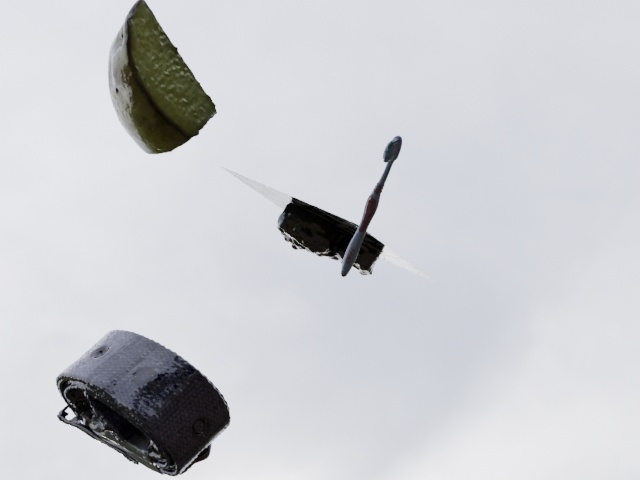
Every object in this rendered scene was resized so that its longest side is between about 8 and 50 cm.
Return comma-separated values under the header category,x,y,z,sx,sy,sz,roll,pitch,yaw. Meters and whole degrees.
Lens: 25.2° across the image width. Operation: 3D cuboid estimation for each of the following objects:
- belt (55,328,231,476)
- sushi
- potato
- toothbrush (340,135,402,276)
category,x,y,z,sx,sy,sz,roll,pitch,yaw
belt,-0.221,0.200,1.714,0.126,0.230,0.139,-42,-49,-28
sushi,0.000,0.000,1.806,0.219,0.231,0.047,35,-99,-54
potato,-0.202,-0.160,1.516,0.120,0.081,0.149,-18,-68,42
toothbrush,0.050,-0.031,1.481,0.019,0.013,0.193,-33,-27,-45
